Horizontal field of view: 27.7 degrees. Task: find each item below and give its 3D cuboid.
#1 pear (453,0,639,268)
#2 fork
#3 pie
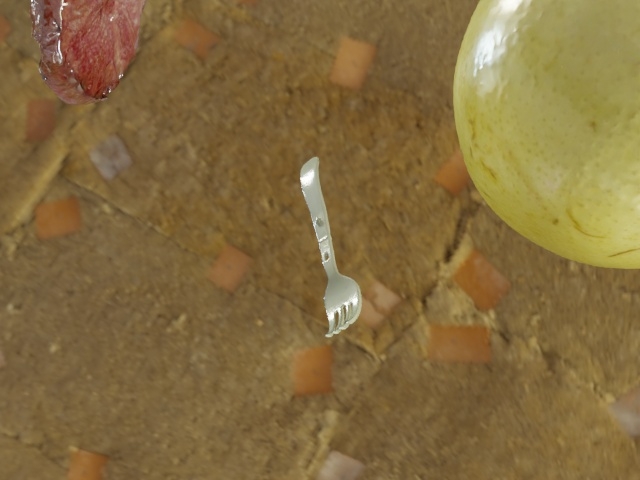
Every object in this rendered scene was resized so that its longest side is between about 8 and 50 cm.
[{"bbox_3d":[0.295,-0.142,1.204,0.348,0.348,0.348,-4,-108,13],"label":"pear"},{"bbox_3d":[0.005,0.003,1.115,0.034,0.028,0.219,-40,-143,25],"label":"fork"},{"bbox_3d":[-0.159,-0.166,0.900,0.036,0.154,0.154,13,-103,13],"label":"pie"}]
